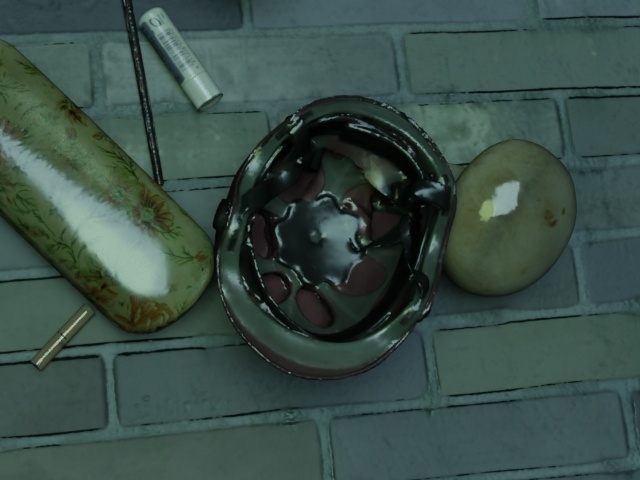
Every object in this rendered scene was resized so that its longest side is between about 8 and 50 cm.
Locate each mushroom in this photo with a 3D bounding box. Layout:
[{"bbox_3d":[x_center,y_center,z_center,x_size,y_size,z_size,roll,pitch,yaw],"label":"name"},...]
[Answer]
[{"bbox_3d":[0.211,-0.038,1.571,0.204,0.204,0.204,3,76,-11],"label":"mushroom"}]

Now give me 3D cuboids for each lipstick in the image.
[{"bbox_3d":[-0.179,-0.231,1.595,0.040,0.040,0.141,-34,86,-17],"label":"lipstick"},{"bbox_3d":[-0.306,0.114,1.496,0.019,0.019,0.094,41,73,0],"label":"lipstick"}]

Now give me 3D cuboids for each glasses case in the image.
[{"bbox_3d":[-0.305,-0.067,1.498,0.425,0.098,0.156,44,75,1],"label":"glasses case"}]

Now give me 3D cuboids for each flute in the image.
[{"bbox_3d":[-0.226,-0.197,1.591,0.014,0.014,0.269,-9,78,-14],"label":"flute"}]

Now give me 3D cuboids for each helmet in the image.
[{"bbox_3d":[0.000,0.000,1.495,0.271,0.197,0.338,23,79,-13],"label":"helmet"}]
